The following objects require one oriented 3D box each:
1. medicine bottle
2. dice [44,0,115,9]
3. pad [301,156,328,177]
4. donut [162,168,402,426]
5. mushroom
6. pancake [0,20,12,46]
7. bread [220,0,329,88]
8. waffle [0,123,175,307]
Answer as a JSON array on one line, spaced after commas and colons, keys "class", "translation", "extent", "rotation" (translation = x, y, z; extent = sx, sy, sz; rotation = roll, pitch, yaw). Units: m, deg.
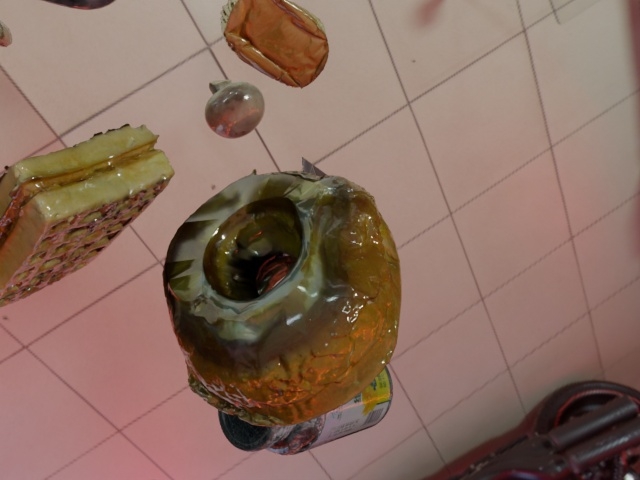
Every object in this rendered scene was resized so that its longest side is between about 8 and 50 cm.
[{"class": "medicine bottle", "translation": [-0.016, 0.233, 0.835], "extent": [0.293, 0.141, 0.141], "rotation": [9, 114, -55]}, {"class": "dice", "translation": [-0.378, -0.469, 0.822], "extent": [0.183, 0.182, 0.181], "rotation": [0, 147, -34]}, {"class": "pad", "translation": [0.000, 0.000, 0.901], "extent": [0.004, 0.163, 0.243], "rotation": [-4, 86, 16]}, {"class": "donut", "translation": [-0.052, 0.042, 0.673], "extent": [0.330, 0.330, 0.160], "rotation": [-30, 134, -7]}, {"class": "mushroom", "translation": [-0.287, -0.438, 1.809], "extent": [0.204, 0.204, 0.204], "rotation": [-10, 119, -19]}, {"class": "pancake", "translation": [-0.746, -0.491, 1.148], "extent": [0.244, 0.266, 0.057], "rotation": [40, 85, -31]}, {"class": "bread", "translation": [-0.119, -0.540, 1.466], "extent": [0.288, 0.156, 0.204], "rotation": [18, 121, -26]}, {"class": "waffle", "translation": [-0.430, -0.028, 0.912], "extent": [0.376, 0.261, 0.114], "rotation": [-33, 91, 39]}]
